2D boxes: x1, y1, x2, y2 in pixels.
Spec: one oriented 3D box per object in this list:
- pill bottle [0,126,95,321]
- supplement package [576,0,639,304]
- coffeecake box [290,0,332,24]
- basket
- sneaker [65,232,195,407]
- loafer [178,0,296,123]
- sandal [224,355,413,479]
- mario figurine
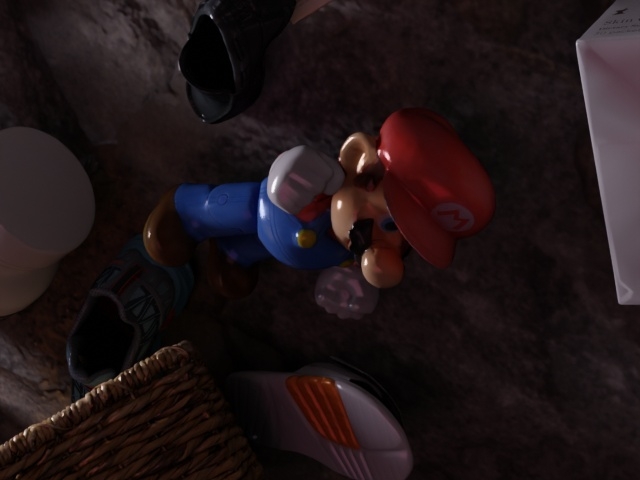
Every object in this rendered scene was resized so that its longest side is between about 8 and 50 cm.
[{"bbox_3d":[-0.368,0.010,1.400,0.318,0.176,0.176,-28,99,39],"label":"pill bottle"},{"bbox_3d":[0.332,-0.074,0.955,0.262,0.145,0.204,0,116,30],"label":"supplement package"},{"bbox_3d":[-0.006,-0.284,1.089,0.142,0.068,0.185,-25,101,40],"label":"coffeecake box"},{"bbox_3d":[-0.219,0.230,1.353,0.223,0.299,0.213,61,170,-17],"label":"basket"},{"bbox_3d":[-0.217,0.111,1.397,0.104,0.125,0.262,30,127,14],"label":"sneaker"},{"bbox_3d":[-0.084,-0.152,1.164,0.076,0.078,0.223,52,156,6],"label":"loafer"},{"bbox_3d":[0.007,0.152,1.328,0.265,0.076,0.102,8,118,52],"label":"sandal"},{"bbox_3d":[0.000,0.000,1.171,0.320,0.198,0.170,-13,96,40],"label":"mario figurine"}]
